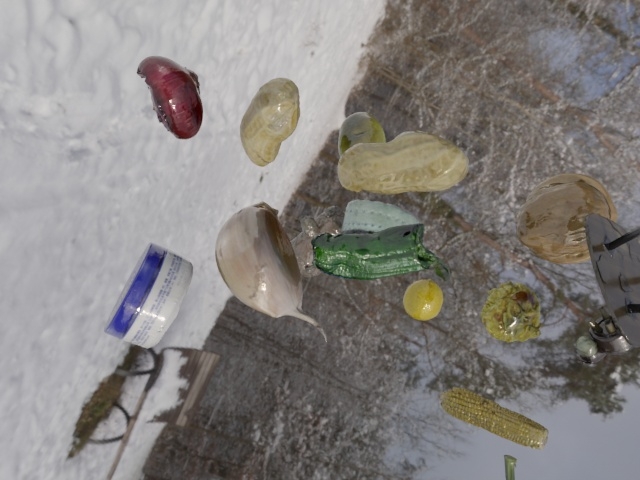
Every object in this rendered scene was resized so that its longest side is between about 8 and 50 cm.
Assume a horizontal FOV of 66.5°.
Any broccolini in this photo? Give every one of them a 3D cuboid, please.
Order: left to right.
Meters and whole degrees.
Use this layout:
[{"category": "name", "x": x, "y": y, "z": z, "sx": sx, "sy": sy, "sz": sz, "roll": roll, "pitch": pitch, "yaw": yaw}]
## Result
[{"category": "broccolini", "x": 0.593, "y": 0.871, "z": 1.489, "sx": 0.074, "sy": 0.079, "sz": 0.391, "roll": -16, "pitch": -112, "yaw": 52}]

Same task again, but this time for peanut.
[{"category": "peanut", "x": -0.177, "y": -0.407, "z": 1.675, "sx": 0.340, "sy": 0.174, "sz": 0.158, "roll": -42, "pitch": -152, "yaw": 43}, {"category": "peanut", "x": 0.192, "y": -0.183, "z": 1.175, "sx": 0.152, "sy": 0.313, "sz": 0.152, "roll": -4, "pitch": 90, "yaw": -67}]

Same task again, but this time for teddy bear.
[{"category": "teddy bear", "x": 0.000, "y": 0.001, "z": 1.687, "sx": 0.151, "sy": 0.236, "sz": 0.267, "roll": 26, "pitch": -108, "yaw": 40}]

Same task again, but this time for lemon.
[{"category": "lemon", "x": 0.466, "y": 0.264, "z": 2.212, "sx": 0.178, "sy": 0.179, "sz": 0.203, "roll": -95, "pitch": -162, "yaw": -73}]

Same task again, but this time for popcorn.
[{"category": "popcorn", "x": 0.681, "y": 0.258, "z": 1.739, "sx": 0.218, "sy": 0.189, "sz": 0.169, "roll": -60, "pitch": -169, "yaw": -2}]

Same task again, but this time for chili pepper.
[{"category": "chili pepper", "x": 0.095, "y": 0.022, "z": 0.873, "sx": 0.061, "sy": 0.225, "sz": 0.097, "roll": -48, "pitch": 133, "yaw": -77}]

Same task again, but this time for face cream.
[{"category": "face cream", "x": -0.351, "y": 0.116, "z": 1.014, "sx": 0.206, "sy": 0.111, "sz": 0.206, "roll": -51, "pitch": -159, "yaw": 28}]

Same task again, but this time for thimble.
[{"category": "thimble", "x": 0.181, "y": -0.027, "z": 1.468, "sx": 0.237, "sy": 0.238, "sz": 0.150, "roll": 158, "pitch": -54, "yaw": -78}]

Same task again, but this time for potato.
[{"category": "potato", "x": 0.143, "y": -0.334, "z": 1.684, "sx": 0.143, "sy": 0.169, "sz": 0.248, "roll": 48, "pitch": 30, "yaw": -52}]

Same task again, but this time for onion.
[{"category": "onion", "x": -0.426, "y": -0.416, "z": 1.415, "sx": 0.161, "sy": 0.248, "sz": 0.248, "roll": -21, "pitch": -161, "yaw": 8}]

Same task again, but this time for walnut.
[{"category": "walnut", "x": 0.766, "y": -0.066, "z": 1.518, "sx": 0.285, "sy": 0.296, "sz": 0.285, "roll": -6, "pitch": -100, "yaw": 38}]

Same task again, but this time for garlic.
[{"category": "garlic", "x": -0.088, "y": 0.056, "z": 0.805, "sx": 0.128, "sy": 0.149, "sz": 0.266, "roll": 134, "pitch": -61, "yaw": -65}]

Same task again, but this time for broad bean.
[{"category": "broad bean", "x": 0.411, "y": 0.093, "z": 1.696, "sx": 0.061, "sy": 0.195, "sz": 0.046, "roll": -39, "pitch": -129, "yaw": 21}]

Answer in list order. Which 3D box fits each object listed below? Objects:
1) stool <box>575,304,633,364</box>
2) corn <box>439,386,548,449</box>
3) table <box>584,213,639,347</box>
[{"category": "stool", "x": 0.850, "y": 0.284, "z": 1.466, "sx": 0.217, "sy": 0.121, "sz": 0.125, "roll": -36, "pitch": -168, "yaw": 12}, {"category": "corn", "x": 0.464, "y": 0.477, "z": 1.327, "sx": 0.086, "sy": 0.288, "sz": 0.086, "roll": -31, "pitch": 129, "yaw": -48}, {"category": "table", "x": 0.789, "y": 0.066, "z": 1.059, "sx": 0.249, "sy": 0.317, "sz": 0.317, "roll": -30, "pitch": -145, "yaw": 52}]
